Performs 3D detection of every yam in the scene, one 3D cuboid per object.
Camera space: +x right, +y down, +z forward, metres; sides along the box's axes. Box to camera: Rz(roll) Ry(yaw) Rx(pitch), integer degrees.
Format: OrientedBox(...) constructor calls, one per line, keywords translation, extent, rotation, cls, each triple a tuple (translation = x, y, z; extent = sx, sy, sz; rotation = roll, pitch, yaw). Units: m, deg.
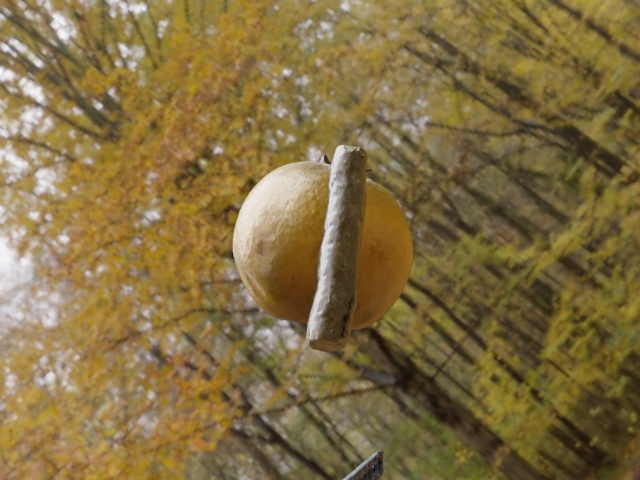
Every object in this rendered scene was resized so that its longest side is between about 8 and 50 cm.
OrientedBox(translation=(0.026, 0.009, 1.325), extent=(0.061, 0.061, 0.274), rotation=(69, -154, -70), cls="yam")

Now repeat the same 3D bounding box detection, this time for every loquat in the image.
OrientedBox(translation=(0.000, 0.000, 1.522), extent=(0.275, 0.275, 0.275), rotation=(-45, -18, -19), cls="loquat")

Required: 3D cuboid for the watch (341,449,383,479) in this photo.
OrientedBox(translation=(0.035, 0.375, 1.328), extent=(0.274, 0.068, 0.276), rotation=(-23, 12, -24), cls="watch")
